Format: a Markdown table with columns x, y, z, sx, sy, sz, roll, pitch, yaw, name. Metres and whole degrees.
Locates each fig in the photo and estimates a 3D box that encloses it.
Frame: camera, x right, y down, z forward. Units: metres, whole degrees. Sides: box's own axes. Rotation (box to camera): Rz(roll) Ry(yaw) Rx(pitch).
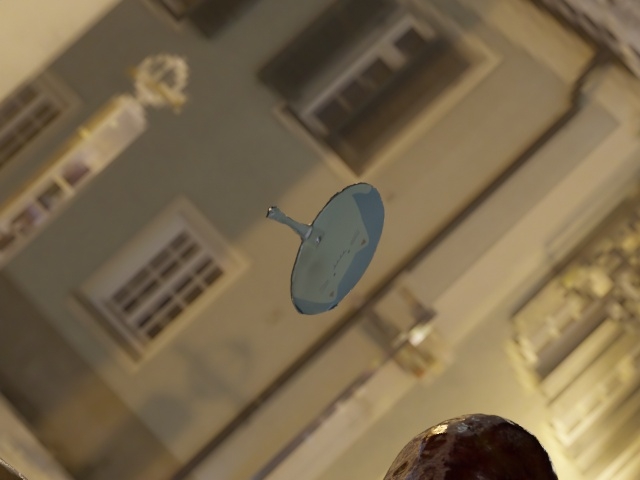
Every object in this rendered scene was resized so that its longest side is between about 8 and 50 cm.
| x | y | z | sx | sy | sz | roll | pitch | yaw | name |
| --- | --- | --- | --- | --- | --- | --- | --- | --- | --- |
| 0.081 | 0.256 | 1.336 | 0.145 | 0.274 | 0.170 | 25 | 36 | -8 | fig |

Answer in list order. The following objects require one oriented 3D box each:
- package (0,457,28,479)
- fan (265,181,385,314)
| x | y | z | sx | sy | sz | roll | pitch | yaw | name |
| --- | --- | --- | --- | --- | --- | --- | --- | --- | --- |
| -0.120 | 0.181 | 0.635 | 0.165 | 0.221 | 0.311 | 3 | -43 | 12 | package |
| 0.000 | 0.000 | 1.361 | 0.005 | 0.113 | 0.175 | 29 | -1 | 30 | fan |
